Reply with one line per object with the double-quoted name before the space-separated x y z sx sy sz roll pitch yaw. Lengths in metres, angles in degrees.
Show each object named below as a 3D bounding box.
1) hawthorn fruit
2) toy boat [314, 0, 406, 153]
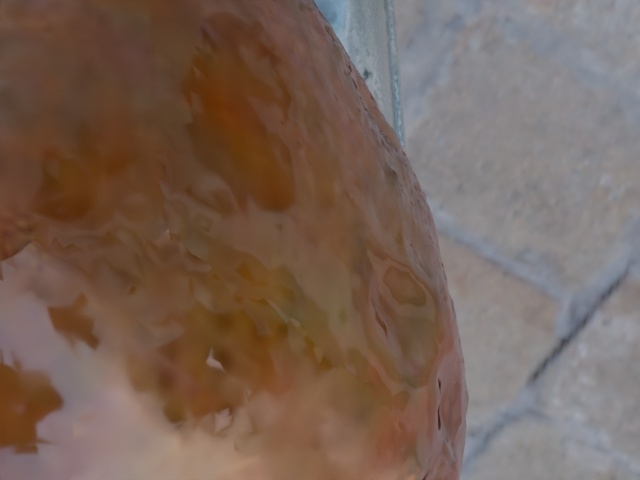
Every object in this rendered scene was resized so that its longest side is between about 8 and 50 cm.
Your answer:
"hawthorn fruit" -0.074 0.044 0.575 0.298 0.277 0.277 34 139 -11
"toy boat" 0.000 0.000 0.794 0.078 0.085 0.260 3 99 17
